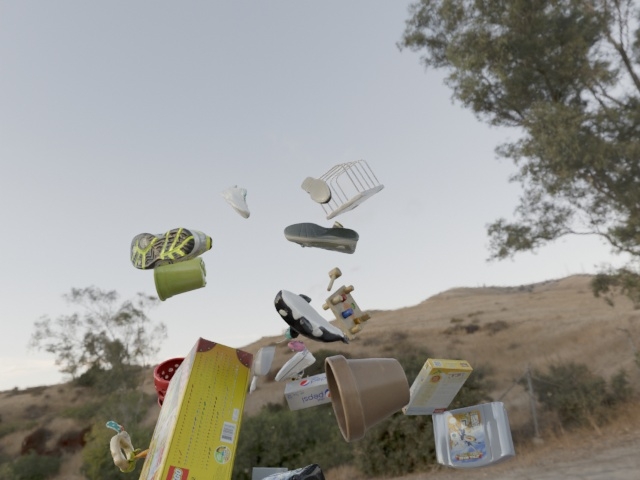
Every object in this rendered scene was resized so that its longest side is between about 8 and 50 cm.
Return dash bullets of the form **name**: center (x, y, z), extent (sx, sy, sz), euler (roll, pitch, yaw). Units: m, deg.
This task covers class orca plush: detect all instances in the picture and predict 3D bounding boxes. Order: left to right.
- **orca plush**: center (-0.047, 0.253, 1.353), extent (0.102, 0.151, 0.287), euler (-40, -45, 19)

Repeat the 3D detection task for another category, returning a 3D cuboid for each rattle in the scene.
- **rattle**: center (-0.658, 0.686, 1.561), extent (0.142, 0.200, 0.130), euler (-42, -54, 2)

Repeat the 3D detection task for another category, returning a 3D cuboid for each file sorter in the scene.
- **file sorter**: center (0.113, -0.230, 1.922), extent (0.192, 0.173, 0.277), euler (-34, -3, 29)

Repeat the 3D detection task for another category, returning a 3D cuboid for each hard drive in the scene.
- **hard drive**: center (-0.192, 0.905, 1.682), extent (0.135, 0.094, 0.022), euler (2, -59, -4)

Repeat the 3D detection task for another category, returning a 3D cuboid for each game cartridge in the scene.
- **game cartridge**: center (0.530, 0.698, 1.581), extent (0.062, 0.198, 0.297), euler (29, -42, -29)

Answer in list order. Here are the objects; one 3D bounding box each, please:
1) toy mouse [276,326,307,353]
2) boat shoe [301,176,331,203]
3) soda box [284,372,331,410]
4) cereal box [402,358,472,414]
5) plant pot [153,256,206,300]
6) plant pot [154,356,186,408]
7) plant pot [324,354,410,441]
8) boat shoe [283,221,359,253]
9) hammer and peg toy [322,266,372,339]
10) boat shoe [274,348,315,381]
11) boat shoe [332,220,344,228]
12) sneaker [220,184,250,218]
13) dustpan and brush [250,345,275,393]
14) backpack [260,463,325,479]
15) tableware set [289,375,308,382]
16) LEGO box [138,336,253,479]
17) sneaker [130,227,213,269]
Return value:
- **toy mouse**: center (-0.082, 0.343, 1.551), extent (0.142, 0.031, 0.161), euler (-11, -61, -17)
- **boat shoe**: center (0.000, -0.165, 1.520), extent (0.065, 0.206, 0.075), euler (33, -85, -31)
- **soda box**: center (-0.008, 0.659, 1.975), extent (0.286, 0.098, 0.091), euler (-16, 14, 6)
- **cereal box**: center (0.404, 0.518, 1.569), extent (0.172, 0.047, 0.240), euler (9, -60, -23)
- **plant pot**: center (-0.800, 0.198, 2.586), extent (0.253, 0.276, 0.276), euler (-8, -19, -6)
- **plant pot**: center (-0.617, 0.628, 1.938), extent (0.190, 0.174, 0.191), euler (3, 21, -1)
- **plant pot**: center (0.155, 0.480, 1.441), extent (0.229, 0.263, 0.263), euler (-13, -19, -11)
- **boat shoe**: center (0.001, -0.001, 1.893), extent (0.319, 0.118, 0.103), euler (4, -56, -9)
- **hammer and peg toy**: center (0.113, 0.343, 2.432), extent (0.127, 0.362, 0.266), euler (-34, -2, 27)
- **boat shoe**: center (-0.115, 0.578, 1.998), extent (0.258, 0.084, 0.095), euler (-49, -1, 39)
- **boat shoe**: center (0.083, -0.027, 2.369), extent (0.073, 0.080, 0.224), euler (-47, -18, -15)
- **sneaker**: center (-0.336, -0.174, 1.857), extent (0.094, 0.212, 0.080), euler (-39, -39, -10)
- **dustpan and brush**: center (-0.260, 0.556, 1.918), extent (0.060, 0.212, 0.147), euler (5, -10, 18)
- **backpack**: center (-0.137, 0.878, 1.404), extent (0.273, 0.291, 0.355), euler (-8, -13, -38)
- **tableware set**: center (-0.082, 0.725, 2.230), extent (0.154, 0.104, 0.024), euler (24, 0, 7)
- **LEGO box**: center (-0.399, 0.618, 1.377), extent (0.193, 0.501, 0.372), euler (23, -47, -18)
- **sneaker**: center (-0.568, 0.039, 1.676), extent (0.384, 0.145, 0.147), euler (-4, -7, 33)
